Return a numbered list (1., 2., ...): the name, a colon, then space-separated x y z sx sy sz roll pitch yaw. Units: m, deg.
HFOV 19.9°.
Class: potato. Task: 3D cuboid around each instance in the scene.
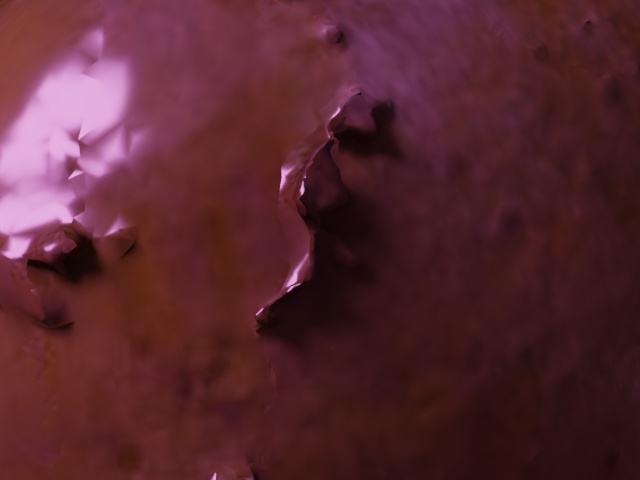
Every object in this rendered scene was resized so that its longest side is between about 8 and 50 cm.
1. potato: 0.000 0.000 0.716 0.385 0.319 0.442 15 29 31
